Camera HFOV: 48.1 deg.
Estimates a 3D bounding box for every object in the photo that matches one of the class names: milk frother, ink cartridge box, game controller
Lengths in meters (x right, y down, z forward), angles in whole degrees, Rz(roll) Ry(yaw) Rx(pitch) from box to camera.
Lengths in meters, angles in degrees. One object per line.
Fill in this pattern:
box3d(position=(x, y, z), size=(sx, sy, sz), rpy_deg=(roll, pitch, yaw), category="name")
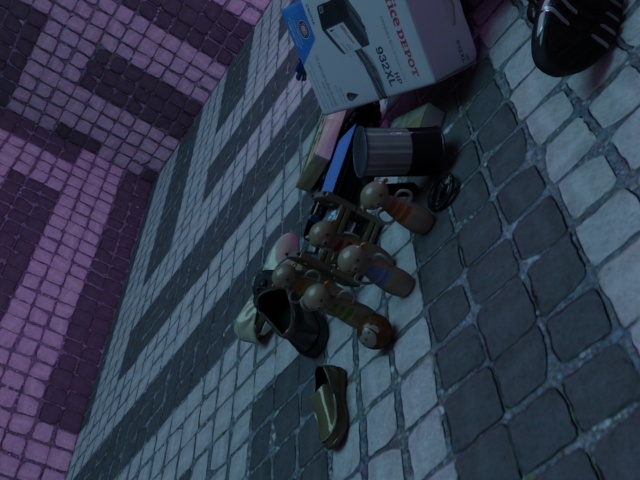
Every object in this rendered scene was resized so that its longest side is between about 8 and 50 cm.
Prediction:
box3d(position=(0.133, -0.116, 1.145), size=(0.143, 0.134, 0.129), rpy_deg=(-128, 36, -70), category="milk frother")
box3d(position=(0.099, -0.374, 1.301), size=(0.129, 0.223, 0.307), rpy_deg=(-33, 17, -34), category="ink cartridge box")
box3d(position=(0.042, -0.148, 1.485), size=(0.166, 0.067, 0.319), rpy_deg=(-22, 44, 59), category="game controller")

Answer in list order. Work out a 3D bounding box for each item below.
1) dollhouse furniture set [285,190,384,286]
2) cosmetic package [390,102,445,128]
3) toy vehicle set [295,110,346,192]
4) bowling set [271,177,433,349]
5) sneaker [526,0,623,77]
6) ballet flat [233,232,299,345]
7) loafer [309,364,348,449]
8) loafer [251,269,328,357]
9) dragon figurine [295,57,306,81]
box3d(position=(0.000, 0.000, 1.317), size=(0.183, 0.129, 0.129), rpy_deg=(-4, 60, 65), category="dollhouse furniture set")
box3d(position=(0.169, -0.201, 1.294), size=(0.115, 0.041, 0.060), rpy_deg=(-16, 49, 62), category="cosmetic package")
box3d(position=(0.016, -0.260, 1.662), size=(0.166, 0.035, 0.267), rpy_deg=(127, 162, -61), category="toy vehicle set")
box3d(position=(0.050, 0.056, 1.103), size=(0.287, 0.154, 0.200), rpy_deg=(-51, 24, 27), category="bowling set")
box3d(position=(0.335, -0.316, 1.003), size=(0.281, 0.106, 0.162), rpy_deg=(-60, 13, -20), category="sneaker")
box3d(position=(-0.093, 0.106, 1.495), size=(0.248, 0.086, 0.086), rpy_deg=(-64, 21, 0), category="ballet flat")
box3d(position=(0.008, 0.253, 1.104), size=(0.056, 0.050, 0.148), rpy_deg=(-49, 25, 31), category="loafer")
box3d(position=(-0.075, 0.116, 1.340), size=(0.096, 0.084, 0.267), rpy_deg=(-56, 36, 7), category="loafer")
box3d(position=(0.039, -0.522, 1.831), size=(0.289, 0.144, 0.085), rpy_deg=(-64, 22, -6), category="dragon figurine")
